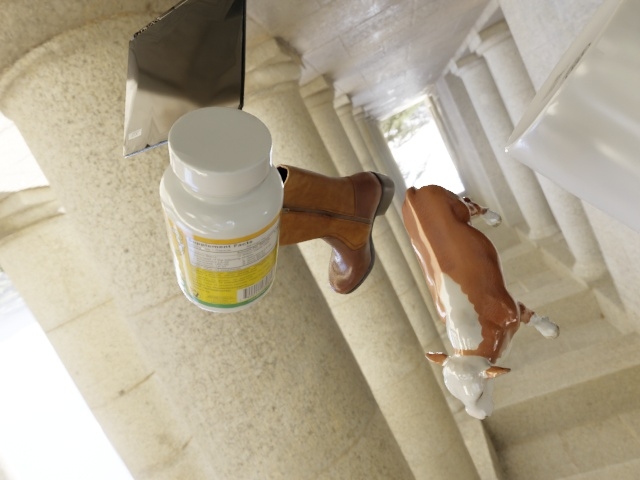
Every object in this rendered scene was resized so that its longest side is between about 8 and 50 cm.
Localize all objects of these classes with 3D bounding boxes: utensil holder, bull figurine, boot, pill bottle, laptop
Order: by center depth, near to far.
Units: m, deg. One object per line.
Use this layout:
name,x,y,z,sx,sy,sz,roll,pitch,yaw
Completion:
pill bottle,-0.098,-0.024,0.465,0.118,0.117,0.208,-30,153,-28
laptop,-0.117,-0.236,0.564,0.234,0.136,0.264,-4,-151,40
bull figurine,0.198,0.061,0.586,0.188,0.310,0.101,14,144,-39
utensil holder,0.524,-0.162,0.649,0.327,0.385,0.327,-55,173,-11
boot,0.000,0.000,0.793,0.280,0.096,0.264,-8,131,-48
